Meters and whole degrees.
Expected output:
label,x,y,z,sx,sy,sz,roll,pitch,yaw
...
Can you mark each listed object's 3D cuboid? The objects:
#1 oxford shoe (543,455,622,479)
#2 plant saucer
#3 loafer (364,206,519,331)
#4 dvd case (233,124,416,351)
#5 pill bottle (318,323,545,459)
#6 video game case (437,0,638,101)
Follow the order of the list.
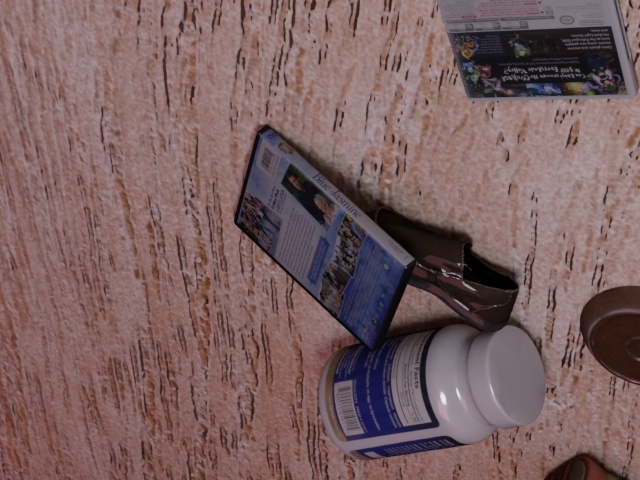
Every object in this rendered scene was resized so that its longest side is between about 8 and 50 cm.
label,x,y,z,sx,sy,sz,roll,pitch,yaw
oxford shoe,0.311,0.419,2.379,0.130,0.123,0.348,30,142,-12
plant saucer,0.390,0.123,2.085,0.168,0.029,0.168,14,139,13
loafer,0.147,0.019,2.076,0.220,0.080,0.078,31,128,-7
dvd case,0.000,0.000,2.091,0.253,0.022,0.180,43,145,18
pill bottle,0.140,0.188,2.193,0.264,0.153,0.153,-14,126,38
video game case,0.223,-0.218,1.811,0.190,0.022,0.173,1,134,26
